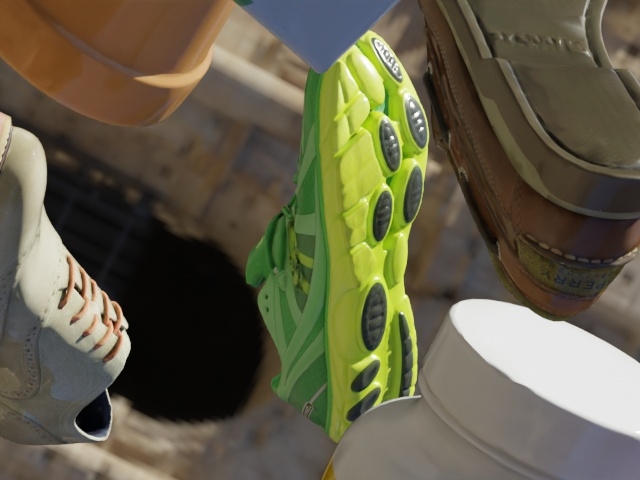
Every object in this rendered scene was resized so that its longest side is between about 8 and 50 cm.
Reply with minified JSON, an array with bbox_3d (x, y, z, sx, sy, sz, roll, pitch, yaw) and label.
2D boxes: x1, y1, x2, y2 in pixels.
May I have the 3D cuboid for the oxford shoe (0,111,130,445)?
[{"bbox_3d":[-0.214,0.037,1.541,0.397,0.146,0.140,102,1,-60],"label":"oxford shoe"}]

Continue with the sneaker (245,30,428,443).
[{"bbox_3d":[0.000,0.000,1.370,0.109,0.123,0.295,-23,123,-49],"label":"sneaker"}]

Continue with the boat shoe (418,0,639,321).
[{"bbox_3d":[0.098,-0.083,1.066,0.307,0.111,0.104,-97,-160,-52],"label":"boat shoe"}]

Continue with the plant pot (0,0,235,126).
[{"bbox_3d":[-0.182,-0.280,1.876,0.203,0.291,0.291,-41,-161,29],"label":"plant pot"}]

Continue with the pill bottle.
[{"bbox_3d":[0.066,0.209,1.103,0.188,0.188,0.334,-92,-155,-71],"label":"pill bottle"}]

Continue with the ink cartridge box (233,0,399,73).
[{"bbox_3d":[-0.055,-0.185,0.747,0.093,0.212,0.154,-43,151,8],"label":"ink cartridge box"}]
